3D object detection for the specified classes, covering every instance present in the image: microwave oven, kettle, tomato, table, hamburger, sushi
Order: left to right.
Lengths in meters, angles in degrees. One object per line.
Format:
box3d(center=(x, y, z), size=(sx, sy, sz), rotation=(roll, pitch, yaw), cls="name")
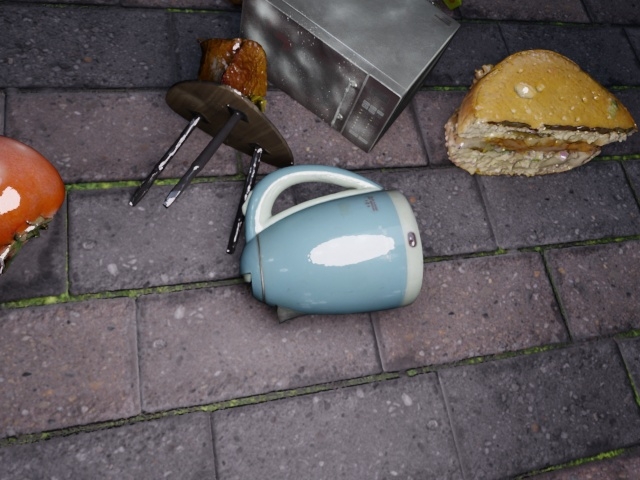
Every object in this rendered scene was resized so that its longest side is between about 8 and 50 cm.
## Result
box3d(center=(-0.606, -0.069, 0.901), size=(0.224, 0.255, 0.256), rotation=(43, 65, -12), cls="tomato")
box3d(center=(-0.227, -0.135, 1.046), size=(0.317, 0.317, 0.249), rotation=(26, 78, -2), cls="table")
box3d(center=(-0.198, -0.355, 1.112), size=(0.166, 0.296, 0.179), rotation=(3, 103, -33), cls="sushi")
box3d(center=(0.000, 0.000, 1.022), size=(0.341, 0.247, 0.320), rotation=(-7, 82, -10), cls="kettle")
box3d(center=(0.065, -0.504, 1.240), size=(0.432, 0.236, 0.374), rotation=(37, 65, 2), cls="microwave oven")
box3d(center=(0.523, -0.328, 1.265), size=(0.444, 0.268, 0.287), rotation=(1, 71, -9), cls="hamburger")

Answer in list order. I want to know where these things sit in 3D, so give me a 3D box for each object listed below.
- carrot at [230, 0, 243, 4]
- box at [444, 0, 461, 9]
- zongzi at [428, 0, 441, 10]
box3d(center=(-0.286, -0.690, 1.338), size=(0.191, 0.047, 0.047), rotation=(25, 65, 3), cls="carrot")
box3d(center=(0.318, -0.858, 1.448), size=(0.334, 0.047, 0.187), rotation=(29, 58, -43), cls="box")
box3d(center=(0.326, -0.705, 1.500), size=(0.076, 0.040, 0.084), rotation=(-19, 92, -13), cls="zongzi")
